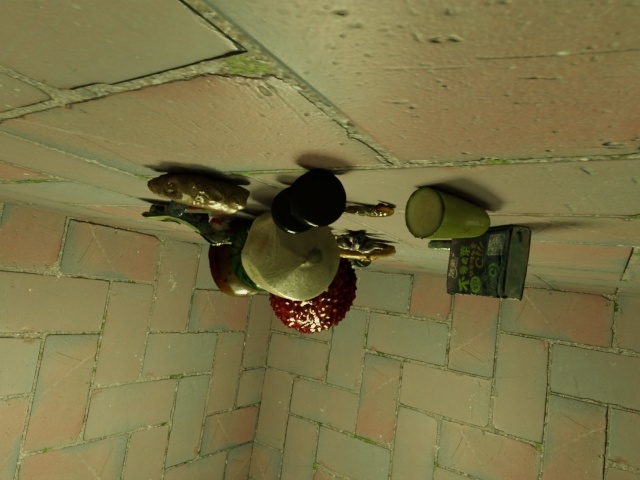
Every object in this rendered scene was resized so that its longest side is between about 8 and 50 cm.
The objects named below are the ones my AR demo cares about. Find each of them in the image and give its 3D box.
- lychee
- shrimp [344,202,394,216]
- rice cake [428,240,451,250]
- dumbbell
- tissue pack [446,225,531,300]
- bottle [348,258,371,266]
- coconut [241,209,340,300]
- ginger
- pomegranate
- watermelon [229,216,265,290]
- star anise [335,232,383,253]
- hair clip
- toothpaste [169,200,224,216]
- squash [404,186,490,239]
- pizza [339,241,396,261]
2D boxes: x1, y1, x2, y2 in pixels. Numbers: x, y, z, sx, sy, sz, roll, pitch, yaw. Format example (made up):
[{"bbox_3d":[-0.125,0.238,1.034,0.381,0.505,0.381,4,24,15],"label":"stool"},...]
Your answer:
[{"bbox_3d":[-0.041,0.224,1.998,0.424,0.425,0.500,9,146,-14],"label":"lychee"},{"bbox_3d":[0.104,-0.070,0.983,0.127,0.025,0.091,4,174,1],"label":"shrimp"},{"bbox_3d":[0.419,0.016,1.342,0.033,0.033,0.207,14,171,-34],"label":"rice cake"},{"bbox_3d":[-0.029,-0.068,0.828,0.100,0.100,0.191,10,174,-18],"label":"dumbbell"},{"bbox_3d":[0.412,0.059,1.089,0.073,0.173,0.235,10,173,-15],"label":"tissue pack"},{"bbox_3d":[0.187,0.095,2.194,0.096,0.079,0.253,46,171,-1],"label":"bottle"},{"bbox_3d":[-0.073,0.028,1.122,0.245,0.245,0.247,11,172,-28],"label":"coconut"},{"bbox_3d":[-0.261,-0.106,0.927,0.213,0.074,0.137,16,172,-14],"label":"ginger"},{"bbox_3d":[-0.254,0.052,1.604,0.323,0.291,0.290,-22,-172,-25],"label":"pomegranate"},{"bbox_3d":[-0.163,0.040,1.354,0.242,0.242,0.242,8,174,1],"label":"watermelon"},{"bbox_3d":[0.130,0.009,1.497,0.180,0.061,0.204,12,176,12],"label":"star anise"},{"bbox_3d":[-0.417,-0.069,1.407,0.321,0.091,0.138,18,-175,15],"label":"hair clip"},{"bbox_3d":[-0.317,-0.089,1.138,0.193,0.070,0.044,4,171,35],"label":"toothpaste"},{"bbox_3d":[0.261,-0.042,0.827,0.224,0.094,0.094,5,177,-39],"label":"squash"},{"bbox_3d":[0.158,0.045,1.631,0.246,0.058,0.127,-1,-162,1],"label":"pizza"}]
